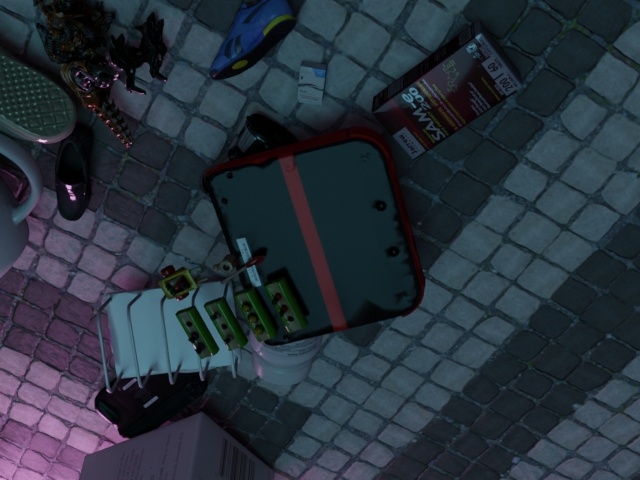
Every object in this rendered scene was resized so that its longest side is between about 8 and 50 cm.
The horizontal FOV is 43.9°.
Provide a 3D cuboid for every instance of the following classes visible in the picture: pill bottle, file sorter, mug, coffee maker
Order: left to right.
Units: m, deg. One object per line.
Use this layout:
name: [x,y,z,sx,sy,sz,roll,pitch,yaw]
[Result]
mug: [-0.721,-0.084,1.563,0.374,0.276,0.328,-29,126,18]
file sorter: [-0.318,0.204,1.684,0.278,0.173,0.192,-7,97,-3]
coffee maker: [-0.118,-0.137,1.548,0.171,0.120,0.178,22,128,-36]
pill bottle: [-0.069,0.162,1.698,0.161,0.160,0.283,10,124,1]

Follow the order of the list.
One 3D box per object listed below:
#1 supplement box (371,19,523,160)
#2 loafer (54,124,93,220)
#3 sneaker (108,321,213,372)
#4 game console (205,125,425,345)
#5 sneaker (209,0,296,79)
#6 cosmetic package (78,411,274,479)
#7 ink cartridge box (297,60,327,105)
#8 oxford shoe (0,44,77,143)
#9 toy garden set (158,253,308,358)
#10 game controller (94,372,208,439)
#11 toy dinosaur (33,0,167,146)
supplement box: [0.224,-0.265,1.426,0.239,0.073,0.130,-34,113,27]
loafer: [-0.508,-0.128,1.615,0.076,0.078,0.223,16,124,-2]
sneaker: [-0.347,0.205,1.804,0.282,0.102,0.161,6,120,3]
game console: [0.000,0.000,1.498,0.342,0.060,0.386,-14,110,10]
sneaker: [-0.132,-0.368,1.422,0.209,0.069,0.082,-33,81,35]
cosmetic package: [-0.367,0.689,1.962,0.394,0.327,0.329,-25,128,22]
ink cartridge box: [-0.016,-0.286,1.472,0.048,0.028,0.083,9,125,2]
oxford shoe: [-0.659,-0.328,1.475,0.449,0.169,0.130,36,165,-14]
toy garden set: [-0.178,0.118,1.510,0.244,0.049,0.203,-19,109,21]
game controller: [-0.424,0.380,1.962,0.319,0.067,0.166,-38,97,27]
toy dinosaur: [-0.403,-0.334,1.453,0.219,0.164,0.322,-1,143,26]
